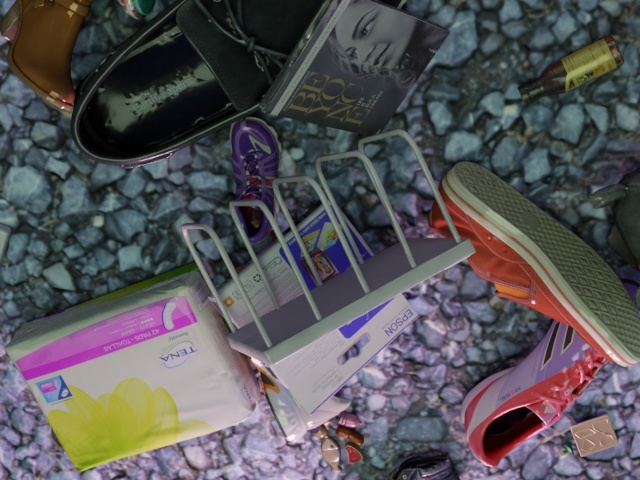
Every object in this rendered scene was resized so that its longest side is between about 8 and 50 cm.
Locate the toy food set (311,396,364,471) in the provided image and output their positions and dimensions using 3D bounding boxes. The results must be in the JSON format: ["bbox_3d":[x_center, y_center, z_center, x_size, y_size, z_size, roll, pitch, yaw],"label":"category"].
[{"bbox_3d":[0.029,0.286,1.484,0.077,0.019,0.122,-18,110,13],"label":"toy food set"}]

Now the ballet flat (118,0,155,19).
[{"bbox_3d":[-0.227,-0.380,1.183,0.077,0.091,0.241,6,94,19],"label":"ballet flat"}]

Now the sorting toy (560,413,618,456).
[{"bbox_3d":[0.380,0.282,1.453,0.083,0.012,0.062,-21,114,10],"label":"sorting toy"}]

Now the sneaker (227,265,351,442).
[{"bbox_3d":[-0.043,0.143,1.404,0.121,0.099,0.262,-24,108,-7],"label":"sneaker"}]

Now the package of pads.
[{"bbox_3d":[-0.257,0.185,1.425,0.296,0.101,0.229,-20,109,14],"label":"package of pads"}]

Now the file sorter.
[{"bbox_3d":[0.000,0.000,1.213,0.277,0.193,0.173,-27,99,-16],"label":"file sorter"}]

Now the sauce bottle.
[{"bbox_3d":[0.305,-0.205,1.239,0.128,0.042,0.042,-26,108,17],"label":"sauce bottle"}]

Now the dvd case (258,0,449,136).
[{"bbox_3d":[0.045,-0.203,1.190,0.018,0.221,0.164,49,116,30],"label":"dvd case"}]

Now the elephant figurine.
[{"bbox_3d":[0.444,0.020,1.270,0.186,0.169,0.239,20,134,28],"label":"elephant figurine"}]

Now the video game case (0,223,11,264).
[{"bbox_3d":[-0.551,0.035,1.432,0.183,0.023,0.201,23,113,-4],"label":"video game case"}]

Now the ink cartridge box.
[{"bbox_3d":[-0.006,0.087,1.339,0.206,0.045,0.208,-40,103,-13],"label":"ink cartridge box"}]

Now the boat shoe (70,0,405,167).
[{"bbox_3d":[-0.095,-0.235,1.204,0.500,0.156,0.187,-29,106,15],"label":"boat shoe"}]

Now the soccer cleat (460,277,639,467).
[{"bbox_3d":[0.319,0.181,1.356,0.108,0.116,0.318,39,111,-17],"label":"soccer cleat"}]

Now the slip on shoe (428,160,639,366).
[{"bbox_3d":[0.271,0.039,1.277,0.331,0.123,0.101,41,128,11],"label":"slip on shoe"}]

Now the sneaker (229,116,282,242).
[{"bbox_3d":[-0.083,-0.076,1.314,0.068,0.071,0.170,-3,112,7],"label":"sneaker"}]

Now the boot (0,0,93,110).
[{"bbox_3d":[-0.304,-0.260,1.206,0.152,0.197,0.073,-43,148,14],"label":"boot"}]

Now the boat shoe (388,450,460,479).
[{"bbox_3d":[0.116,0.367,1.490,0.183,0.065,0.083,-19,109,6],"label":"boat shoe"}]
